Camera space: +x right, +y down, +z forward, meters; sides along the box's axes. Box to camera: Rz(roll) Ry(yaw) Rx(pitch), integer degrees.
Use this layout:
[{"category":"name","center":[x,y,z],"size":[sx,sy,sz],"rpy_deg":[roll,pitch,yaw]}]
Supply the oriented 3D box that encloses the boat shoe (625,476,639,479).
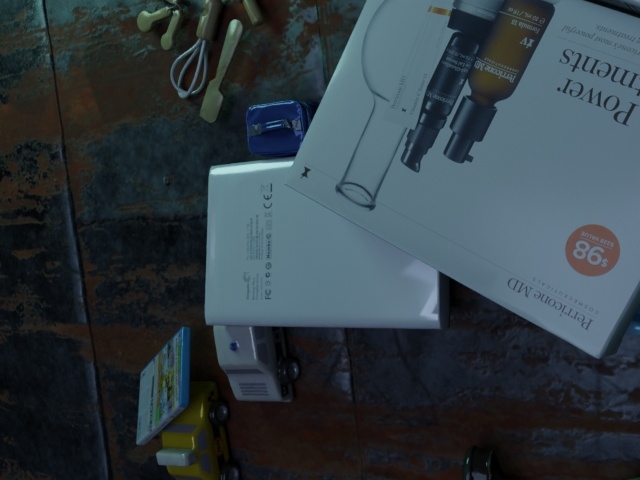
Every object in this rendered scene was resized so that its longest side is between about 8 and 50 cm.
[{"category":"boat shoe","center":[0.396,0.370,0.719],"size":[0.103,0.113,0.302],"rpy_deg":[-29,81,38]}]

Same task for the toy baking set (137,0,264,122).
[{"category":"toy baking set","center":[-0.158,-0.300,1.018],"size":[0.197,0.030,0.256],"rpy_deg":[-35,78,35]}]

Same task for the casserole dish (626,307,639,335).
[{"category":"casserole dish","center":[0.330,0.002,0.747],"size":[0.114,0.037,0.188],"rpy_deg":[21,108,29]}]

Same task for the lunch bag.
[{"category":"lunch bag","center":[-0.042,-0.140,0.945],"size":[0.098,0.065,0.067],"rpy_deg":[-3,97,33]}]

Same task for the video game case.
[{"category":"video game case","center":[-0.229,0.214,1.096],"size":[0.166,0.015,0.119],"rpy_deg":[-45,39,43]}]

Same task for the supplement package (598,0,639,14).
[{"category":"supplement package","center":[0.310,-0.290,0.643],"size":[0.203,0.149,0.194],"rpy_deg":[30,113,25]}]

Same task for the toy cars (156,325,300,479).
[{"category":"toy cars","center":[-0.144,0.220,1.056],"size":[0.176,0.087,0.394],"rpy_deg":[38,116,22]}]

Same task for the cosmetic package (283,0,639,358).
[{"category":"cosmetic package","center":[0.178,-0.101,0.750],"size":[0.377,0.097,0.284],"rpy_deg":[30,103,29]}]

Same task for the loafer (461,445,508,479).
[{"category":"loafer","center":[0.230,0.328,0.848],"size":[0.078,0.080,0.220],"rpy_deg":[-26,88,23]}]

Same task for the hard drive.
[{"category":"hard drive","center":[0.000,0.000,0.918],"size":[0.318,0.040,0.210],"rpy_deg":[-3,83,29]}]
